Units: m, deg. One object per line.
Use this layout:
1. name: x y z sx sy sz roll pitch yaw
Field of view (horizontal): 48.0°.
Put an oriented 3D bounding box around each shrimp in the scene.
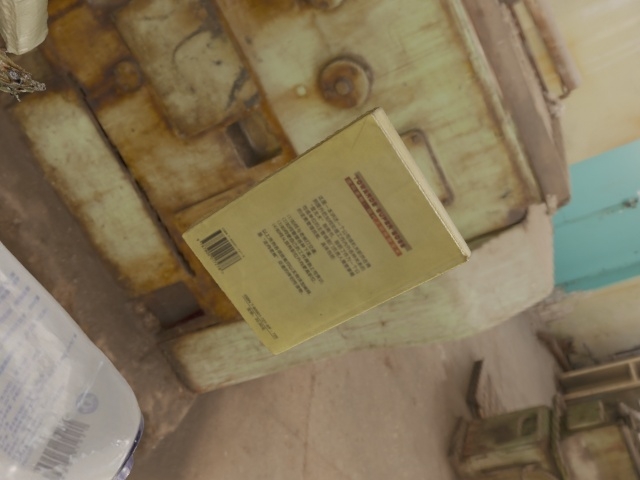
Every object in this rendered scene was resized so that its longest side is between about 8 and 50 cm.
1. shrimp: -0.546 -0.235 1.119 0.058 0.296 0.169 -42 149 -51

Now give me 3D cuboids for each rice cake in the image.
1. rice cake: -0.343 -0.269 0.827 0.052 0.057 0.256 64 -19 -9

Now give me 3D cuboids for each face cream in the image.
1. face cream: -0.345 0.150 0.807 0.420 0.137 0.235 61 31 -36

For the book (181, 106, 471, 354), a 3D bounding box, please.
1. book: 0.000 0.000 0.672 0.161 0.230 0.026 55 26 -12
